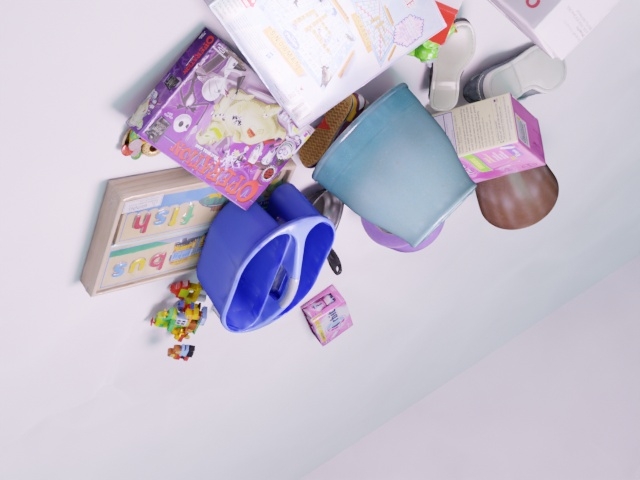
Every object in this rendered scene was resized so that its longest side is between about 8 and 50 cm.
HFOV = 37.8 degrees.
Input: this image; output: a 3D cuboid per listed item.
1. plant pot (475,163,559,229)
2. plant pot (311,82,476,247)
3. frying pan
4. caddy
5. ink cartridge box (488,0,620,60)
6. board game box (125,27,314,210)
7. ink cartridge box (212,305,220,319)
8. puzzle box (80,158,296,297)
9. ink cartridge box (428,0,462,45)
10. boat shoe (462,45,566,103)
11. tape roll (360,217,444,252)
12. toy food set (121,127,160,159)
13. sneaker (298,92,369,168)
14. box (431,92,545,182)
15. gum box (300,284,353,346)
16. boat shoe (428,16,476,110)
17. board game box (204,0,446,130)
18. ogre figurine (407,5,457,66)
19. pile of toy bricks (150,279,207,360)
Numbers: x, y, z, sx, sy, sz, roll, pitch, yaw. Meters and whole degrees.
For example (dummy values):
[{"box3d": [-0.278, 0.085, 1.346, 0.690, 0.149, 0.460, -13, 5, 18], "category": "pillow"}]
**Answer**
[{"box3d": [0.475, -0.177, 2.386, 0.215, 0.215, 0.230, -39, 139, 1], "category": "plant pot"}, {"box3d": [0.165, -0.132, 1.894, 0.271, 0.255, 0.271, -44, 175, -5], "category": "plant pot"}, {"box3d": [0.012, -0.027, 2.151, 0.197, 0.053, 0.326, -64, 158, 4], "category": "frying pan"}, {"box3d": [-0.105, 0.049, 1.899, 0.241, 0.179, 0.341, -19, 147, -36], "category": "caddy"}, {"box3d": [0.446, -0.564, 1.638, 0.395, 0.285, 0.166, -47, 150, 15], "category": "ink cartridge box"}, {"box3d": [-0.164, -0.201, 1.644, 0.208, 0.056, 0.347, -46, 147, 6], "category": "board game box"}, {"box3d": [-0.120, 0.080, 2.184, 0.223, 0.045, 0.224, -11, 141, -42], "category": "ink cartridge box"}, {"box3d": [-0.256, -0.035, 1.836, 0.408, 0.052, 0.272, -15, 145, -39], "category": "puzzle box"}, {"box3d": [0.183, -0.445, 1.631, 0.045, 0.145, 0.179, -65, 178, -66], "category": "ink cartridge box"}, {"box3d": [0.456, -0.380, 2.174, 0.319, 0.116, 0.099, -26, -166, -38], "category": "boat shoe"}, {"box3d": [0.193, -0.069, 2.184, 0.189, 0.189, 0.080, -47, 151, 15], "category": "tape roll"}, {"box3d": [-0.304, -0.172, 1.602, 0.082, 0.020, 0.083, -19, 147, -33], "category": "toy food set"}, {"box3d": [0.031, -0.218, 1.894, 0.083, 0.070, 0.185, 1, 135, -50], "category": "sneaker"}, {"box3d": [0.357, -0.219, 2.119, 0.242, 0.117, 0.213, -13, 164, 27], "category": "box"}, {"box3d": [0.019, 0.203, 2.521, 0.107, 0.062, 0.188, -35, 153, -9], "category": "gum box"}, {"box3d": [0.268, -0.377, 1.949, 0.081, 0.069, 0.228, 5, 139, -5], "category": "boat shoe"}, {"box3d": [0.013, -0.379, 1.520, 0.318, 0.066, 0.319, -34, 139, 3], "category": "board game box"}, {"box3d": [0.189, -0.408, 1.742, 0.096, 0.118, 0.197, -9, 141, -44], "category": "ogre figurine"}, {"box3d": [-0.319, 0.178, 2.049, 0.105, 0.118, 0.212, 11, 143, -16], "category": "pile of toy bricks"}]
